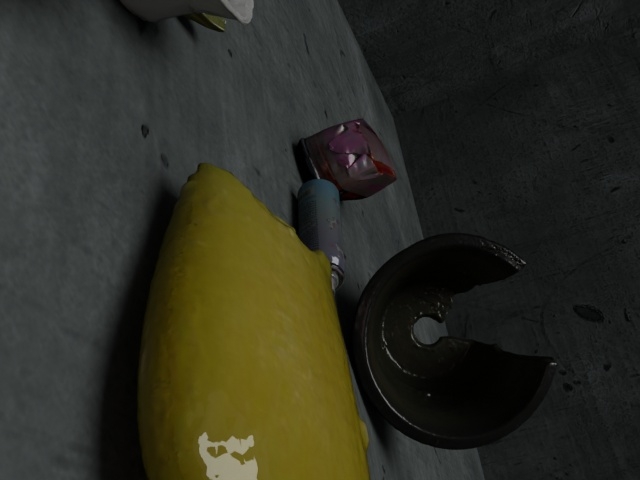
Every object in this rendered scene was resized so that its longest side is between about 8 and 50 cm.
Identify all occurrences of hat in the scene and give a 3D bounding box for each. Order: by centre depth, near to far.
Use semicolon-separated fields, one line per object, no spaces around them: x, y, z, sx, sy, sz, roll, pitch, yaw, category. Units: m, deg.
-0.169;-0.321;0.755;0.203;0.126;0.203;-18;90;-76;hat

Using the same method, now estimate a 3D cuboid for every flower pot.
0.221;0.184;1.291;0.251;0.379;0.380;163;-91;-84;flower pot

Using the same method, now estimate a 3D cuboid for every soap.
-0.052;0.136;0.630;0.306;0.115;0.427;54;18;-37;soap

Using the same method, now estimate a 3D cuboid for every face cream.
0.000;0.000;1.087;0.229;0.075;0.075;-92;158;-44;face cream

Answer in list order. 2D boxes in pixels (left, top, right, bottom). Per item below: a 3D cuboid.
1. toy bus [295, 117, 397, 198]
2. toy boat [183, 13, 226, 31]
0.058;-0.157;1.365;0.128;0.147;0.302;67;13;6;toy bus
-0.177;-0.346;0.877;0.065;0.066;0.172;-97;162;-47;toy boat
